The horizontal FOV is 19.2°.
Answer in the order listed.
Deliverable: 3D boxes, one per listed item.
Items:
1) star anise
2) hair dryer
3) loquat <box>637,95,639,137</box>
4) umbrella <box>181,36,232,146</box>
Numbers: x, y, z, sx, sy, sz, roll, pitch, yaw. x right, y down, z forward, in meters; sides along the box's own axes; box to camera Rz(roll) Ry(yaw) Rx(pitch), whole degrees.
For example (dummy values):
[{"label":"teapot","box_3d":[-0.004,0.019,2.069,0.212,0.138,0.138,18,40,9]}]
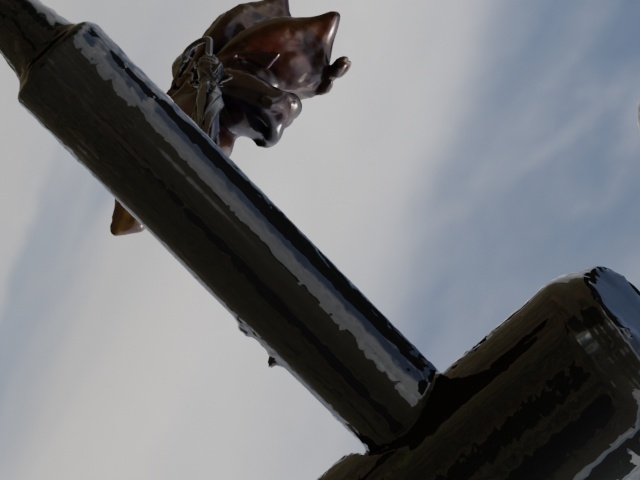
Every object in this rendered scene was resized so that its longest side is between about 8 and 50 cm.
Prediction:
[{"label":"star anise","box_3d":[-0.057,-0.067,0.995,0.168,0.057,0.168,-35,-156,19]},{"label":"hair dryer","box_3d":[-0.001,0.001,0.555,0.114,0.248,0.070,-43,-179,16]},{"label":"loquat","box_3d":[0.317,-0.105,1.340,0.187,0.176,0.234,-51,-168,21]},{"label":"umbrella","box_3d":[-0.048,-0.061,0.814,0.022,0.013,0.122,-30,-149,11]}]
